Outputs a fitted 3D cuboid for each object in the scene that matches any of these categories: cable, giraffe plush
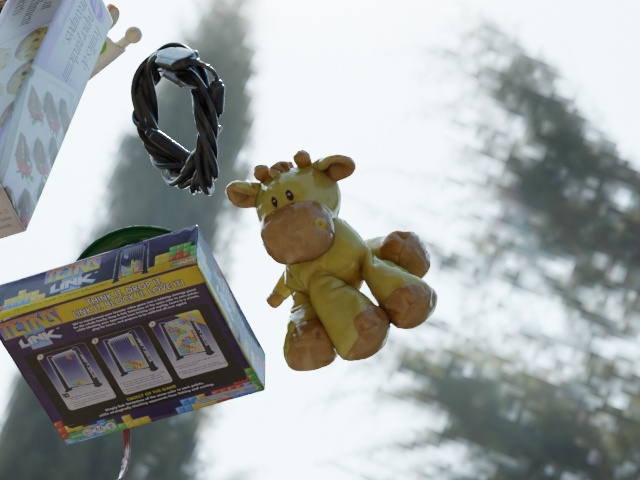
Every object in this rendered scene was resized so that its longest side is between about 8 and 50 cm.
[{"bbox_3d":[-0.141,-0.123,2.020,0.184,0.047,0.151,16,-62,59],"label":"cable"},{"bbox_3d":[0.000,0.000,1.970,0.170,0.181,0.210,62,-4,-35],"label":"giraffe plush"}]

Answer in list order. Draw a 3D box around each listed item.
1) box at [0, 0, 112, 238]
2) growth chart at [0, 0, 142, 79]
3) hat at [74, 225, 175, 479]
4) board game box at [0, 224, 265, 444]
[{"bbox_3d":[-0.222,-0.108,1.481,0.067,0.324,0.063,-14,-60,16],"label":"box"},{"bbox_3d":[-0.280,-0.164,1.727,0.172,0.021,0.237,-41,-32,27],"label":"growth chart"},{"bbox_3d":[-0.173,0.099,2.023,0.183,0.173,0.208,-115,-178,-80],"label":"hat"},{"bbox_3d":[-0.145,0.074,1.521,0.170,0.048,0.141,-16,-54,12],"label":"board game box"}]
